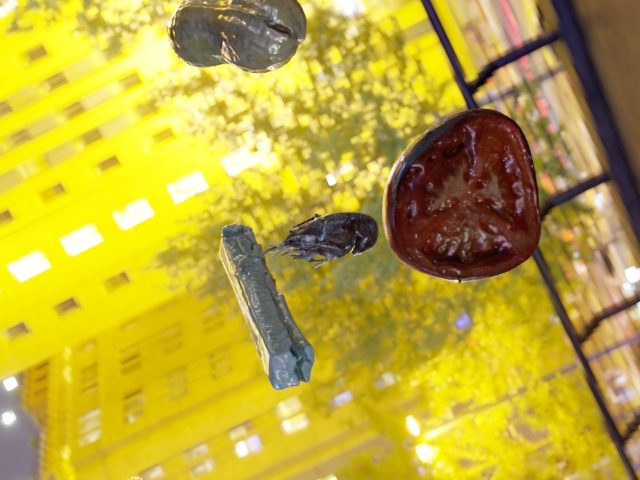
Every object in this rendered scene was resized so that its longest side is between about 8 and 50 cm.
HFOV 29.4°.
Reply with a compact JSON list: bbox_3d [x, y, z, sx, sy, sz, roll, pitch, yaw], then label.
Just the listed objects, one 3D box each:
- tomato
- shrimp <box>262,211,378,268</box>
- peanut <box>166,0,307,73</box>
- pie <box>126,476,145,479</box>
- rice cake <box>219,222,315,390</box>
[{"bbox_3d":[0.128,-0.041,1.219,0.082,0.174,0.166,-9,92,65],"label":"tomato"},{"bbox_3d":[0.000,0.000,1.545,0.056,0.165,0.065,-124,26,-46],"label":"shrimp"},{"bbox_3d":[-0.139,-0.334,1.951,0.313,0.149,0.149,7,137,43],"label":"peanut"},{"bbox_3d":[-0.312,0.479,1.699,0.077,0.339,0.339,23,-178,5],"label":"pie"},{"bbox_3d":[-0.084,0.081,1.685,0.336,0.063,0.066,-121,26,-53],"label":"rice cake"}]
